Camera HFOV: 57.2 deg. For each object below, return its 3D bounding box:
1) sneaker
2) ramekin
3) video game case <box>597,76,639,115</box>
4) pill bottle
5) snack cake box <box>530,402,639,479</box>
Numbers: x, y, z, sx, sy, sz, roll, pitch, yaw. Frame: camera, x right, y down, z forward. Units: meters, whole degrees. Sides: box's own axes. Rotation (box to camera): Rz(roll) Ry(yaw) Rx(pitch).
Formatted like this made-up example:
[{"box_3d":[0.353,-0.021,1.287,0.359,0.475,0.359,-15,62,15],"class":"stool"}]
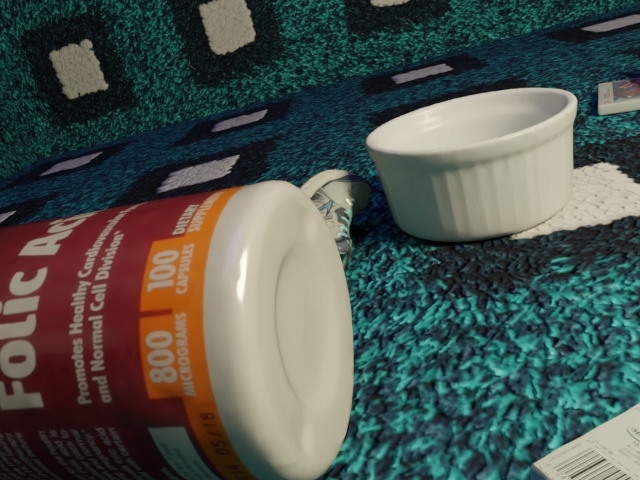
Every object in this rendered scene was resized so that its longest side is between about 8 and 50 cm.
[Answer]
[{"box_3d":[0.000,0.000,0.781,0.122,0.110,0.283,22,42,30],"class":"sneaker"},{"box_3d":[0.210,-0.107,0.813,0.277,0.135,0.277,-13,21,5],"class":"ramekin"},{"box_3d":[0.633,-0.284,1.107,0.202,0.023,0.183,-4,25,27],"class":"video game case"},{"box_3d":[-0.188,0.087,0.491,0.393,0.224,0.224,-8,23,18],"class":"pill bottle"},{"box_3d":[0.230,0.160,0.218,0.152,0.089,0.264,-20,22,-16],"class":"snack cake box"}]
